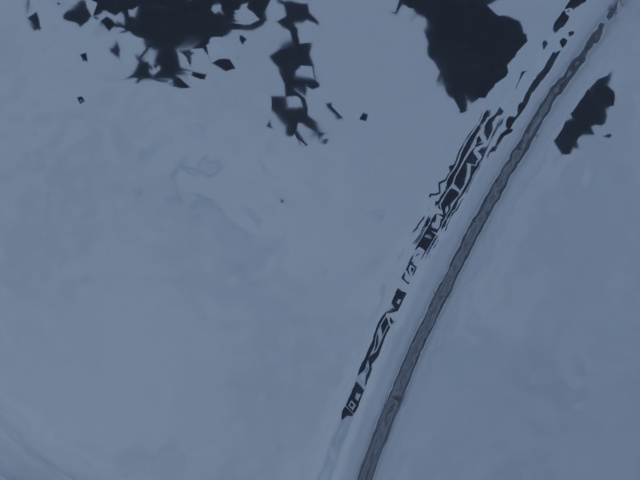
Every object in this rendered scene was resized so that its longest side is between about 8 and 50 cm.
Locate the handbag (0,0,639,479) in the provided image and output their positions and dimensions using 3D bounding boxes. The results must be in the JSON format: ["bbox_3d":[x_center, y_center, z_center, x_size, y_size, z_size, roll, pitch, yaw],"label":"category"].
[{"bbox_3d":[0.000,0.000,0.481,0.093,0.308,0.254,127,-13,-83],"label":"handbag"}]
